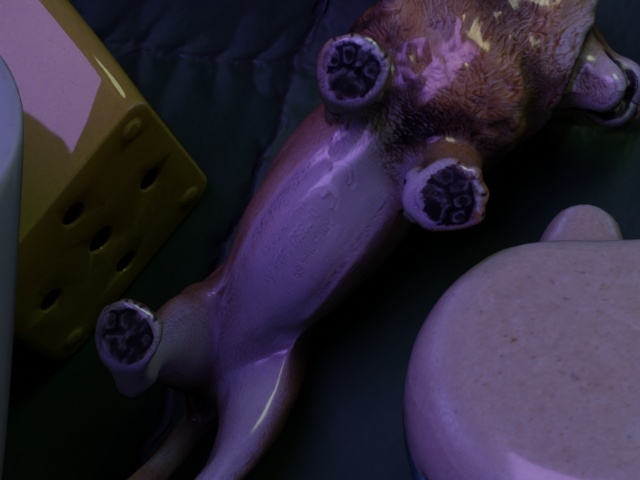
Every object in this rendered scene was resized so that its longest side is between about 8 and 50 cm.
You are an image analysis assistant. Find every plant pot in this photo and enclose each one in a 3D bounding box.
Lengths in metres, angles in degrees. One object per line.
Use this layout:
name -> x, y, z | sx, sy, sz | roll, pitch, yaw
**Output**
plant pot -> -0.194, -0.052, 0.906 | 0.187, 0.212, 0.212 | 36, 83, 21

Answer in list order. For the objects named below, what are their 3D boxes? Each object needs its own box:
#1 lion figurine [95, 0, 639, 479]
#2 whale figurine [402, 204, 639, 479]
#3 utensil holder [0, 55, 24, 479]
lion figurine -> 0.000, 0.000, 0.812 | 0.392, 0.240, 0.142 | -43, 92, 12
whale figurine -> 0.171, 0.077, 0.737 | 0.272, 0.141, 0.216 | -22, 54, -16
utensil holder -> -0.297, 0.095, 0.692 | 0.328, 0.385, 0.327 | 10, 33, -6
